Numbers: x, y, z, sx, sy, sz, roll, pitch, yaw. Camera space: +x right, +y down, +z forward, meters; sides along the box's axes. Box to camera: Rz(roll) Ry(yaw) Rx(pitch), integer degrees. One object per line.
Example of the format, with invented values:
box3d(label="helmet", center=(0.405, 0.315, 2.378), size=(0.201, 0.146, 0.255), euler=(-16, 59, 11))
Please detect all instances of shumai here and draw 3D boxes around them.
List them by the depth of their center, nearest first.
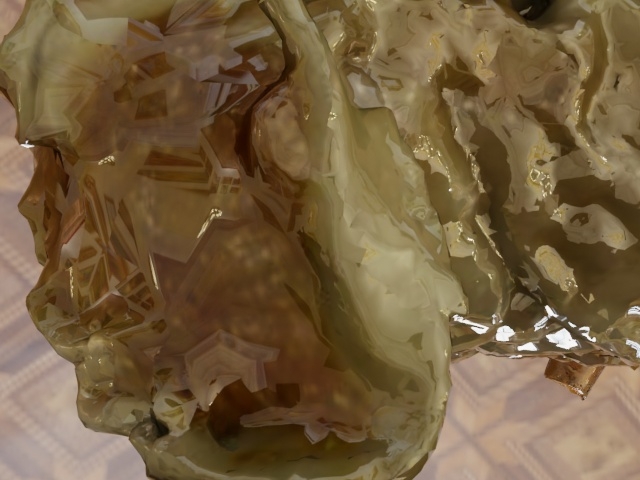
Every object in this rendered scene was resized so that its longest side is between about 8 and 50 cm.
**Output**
box3d(label="shumai", center=(0.000, 0.000, 0.556), size=(0.267, 0.262, 0.314), euler=(46, 144, -4))

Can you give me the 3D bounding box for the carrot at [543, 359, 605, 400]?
box3d(label="carrot", center=(0.204, 0.031, 1.081), size=(0.055, 0.055, 0.161), euler=(31, 82, -20))
